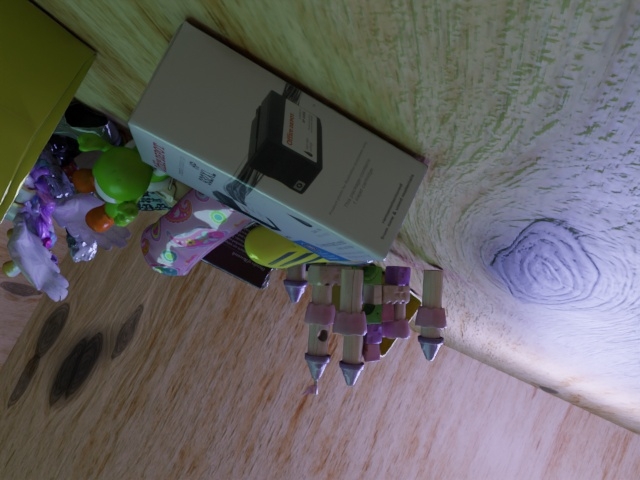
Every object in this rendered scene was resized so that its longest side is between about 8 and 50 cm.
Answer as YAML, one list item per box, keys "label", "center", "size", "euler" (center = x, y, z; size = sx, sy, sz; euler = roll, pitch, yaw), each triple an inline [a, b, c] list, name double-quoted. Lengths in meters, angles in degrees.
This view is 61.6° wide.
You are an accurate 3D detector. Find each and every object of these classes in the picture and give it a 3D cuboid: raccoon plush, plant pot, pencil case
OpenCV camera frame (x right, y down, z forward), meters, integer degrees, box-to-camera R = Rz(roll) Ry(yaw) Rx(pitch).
- label: "raccoon plush"
  center: [-0.802, -0.177, 1.563]
  size: [0.299, 0.447, 0.216]
  euler: [18, -165, 37]
- label: "plant pot"
  center: [0.142, 0.190, 1.605]
  size: [0.187, 0.212, 0.212]
  euler: [36, 180, 40]
- label: "pencil case"
  center: [-0.201, -0.039, 0.970]
  size: [0.284, 0.124, 0.124]
  euler: [-32, 135, 29]

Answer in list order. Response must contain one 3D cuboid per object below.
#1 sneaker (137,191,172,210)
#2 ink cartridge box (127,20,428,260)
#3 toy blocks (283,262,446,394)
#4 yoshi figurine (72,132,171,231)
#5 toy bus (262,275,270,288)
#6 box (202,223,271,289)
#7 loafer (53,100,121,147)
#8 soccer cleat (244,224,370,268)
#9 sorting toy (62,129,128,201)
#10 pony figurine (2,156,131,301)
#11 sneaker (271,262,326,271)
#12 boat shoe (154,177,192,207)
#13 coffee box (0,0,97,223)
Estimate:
- label: "sneaker"
  center: [-0.399, -0.152, 1.520]
  size: [0.283, 0.124, 0.107]
  euler: [7, 138, -7]
- label: "ink cartridge box"
  center: [-0.062, -0.096, 0.666]
  size: [0.307, 0.129, 0.223]
  euler: [28, 172, -13]
- label: "toy blocks"
  center: [0.076, 0.183, 1.161]
  size: [0.288, 0.260, 0.309]
  euler: [2, -179, -34]
- label: "yoshi figurine"
  center: [-0.452, -0.133, 1.180]
  size: [0.203, 0.203, 0.362]
  euler: [32, 146, -33]
- label: "toy bus"
  center: [-0.193, 0.033, 1.633]
  size: [0.104, 0.191, 0.202]
  euler: [29, 171, -18]
- label: "box"
  center: [-0.172, -0.023, 1.193]
  size: [0.167, 0.203, 0.168]
  euler: [29, 172, -16]
- label: "loafer"
  center: [-0.586, -0.293, 1.243]
  size: [0.251, 0.094, 0.087]
  euler: [18, 148, -7]
- label: "soccer cleat"
  center: [0.000, -0.001, 0.986]
  size: [0.289, 0.094, 0.121]
  euler: [2, 165, -36]
- label: "sorting toy"
  center: [-0.564, -0.182, 1.404]
  size: [0.274, 0.046, 0.132]
  euler: [-21, 104, 34]
- label: "pony figurine"
  center: [-0.718, -0.034, 1.346]
  size: [0.363, 0.303, 0.351]
  euler: [-24, 112, 36]
- label: "sneaker"
  center: [-0.119, 0.021, 1.493]
  size: [0.297, 0.111, 0.129]
  euler: [15, -171, -38]
- label: "boat shoe"
  center: [-0.385, -0.154, 1.373]
  size: [0.302, 0.109, 0.098]
  euler: [30, 172, 25]
- label: "coffee box"
  center: [-0.600, -0.231, 0.745]
  size: [0.334, 0.338, 0.337]
  euler: [19, 170, 38]
